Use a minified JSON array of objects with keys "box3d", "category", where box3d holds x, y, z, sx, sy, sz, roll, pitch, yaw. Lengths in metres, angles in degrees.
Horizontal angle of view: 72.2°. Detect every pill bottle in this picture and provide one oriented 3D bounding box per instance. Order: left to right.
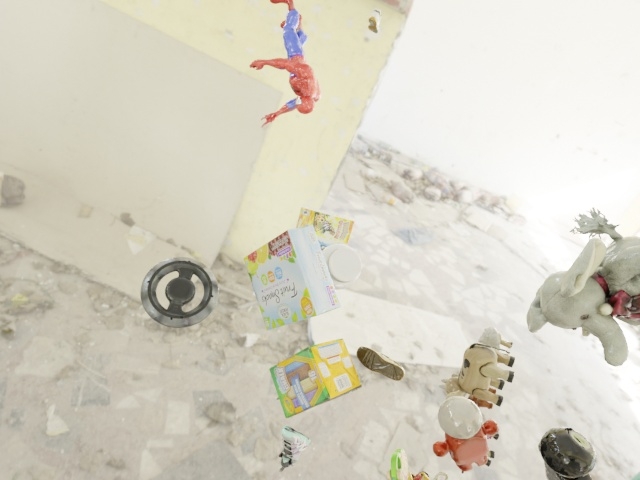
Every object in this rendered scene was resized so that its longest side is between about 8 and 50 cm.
[{"box3d":[0.033,0.073,1.156,0.117,0.117,0.215,18,-12,-11],"category":"pill bottle"}]

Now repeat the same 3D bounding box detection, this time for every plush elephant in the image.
[{"box3d":[0.550,0.110,0.837,0.255,0.271,0.330,-35,60,-8],"category":"plush elephant"}]

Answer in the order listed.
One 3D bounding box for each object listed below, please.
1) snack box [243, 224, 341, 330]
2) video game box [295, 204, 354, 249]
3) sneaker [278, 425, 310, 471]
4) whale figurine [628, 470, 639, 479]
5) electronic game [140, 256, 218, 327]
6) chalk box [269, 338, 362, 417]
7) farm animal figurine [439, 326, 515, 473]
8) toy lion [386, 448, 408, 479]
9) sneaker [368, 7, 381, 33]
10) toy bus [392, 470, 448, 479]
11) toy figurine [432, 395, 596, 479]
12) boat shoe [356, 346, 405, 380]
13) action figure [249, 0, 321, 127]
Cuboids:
[{"box3d":[-0.066,0.083,0.913,0.070,0.207,0.174,-14,82,-36],"category":"snack box"},{"box3d":[0.000,0.000,1.495,0.187,0.205,0.048,14,17,-6],"category":"video game box"},{"box3d":[-0.054,0.361,0.749,0.038,0.098,0.069,20,66,33],"category":"sneaker"},{"box3d":[0.722,0.568,0.959,0.272,0.216,0.141,-11,17,5],"category":"whale figurine"},{"box3d":[-0.430,0.156,1.348,0.230,0.048,0.229,8,61,-15],"category":"electronic game"},{"box3d":[-0.030,0.352,1.108,0.132,0.213,0.132,0,61,-49],"category":"chalk box"},{"box3d":[0.438,0.436,1.275,0.172,0.326,0.330,17,14,17],"category":"farm animal figurine"},{"box3d":[0.189,0.540,1.045,0.034,0.100,0.096,-14,34,21],"category":"toy lion"},{"box3d":[0.143,-0.559,1.117,0.032,0.036,0.083,30,4,1],"category":"sneaker"},{"box3d":[0.328,0.871,1.541,0.202,0.190,0.104,4,3,1],"category":"toy bus"},{"box3d":[0.227,0.328,0.558,0.213,0.148,0.209,9,45,38],"category":"toy figurine"},{"box3d":[0.155,0.316,1.124,0.135,0.050,0.045,28,0,28],"category":"boat shoe"},{"box3d":[-0.078,-0.324,0.806,0.091,0.139,0.280,54,18,-59],"category":"action figure"}]
